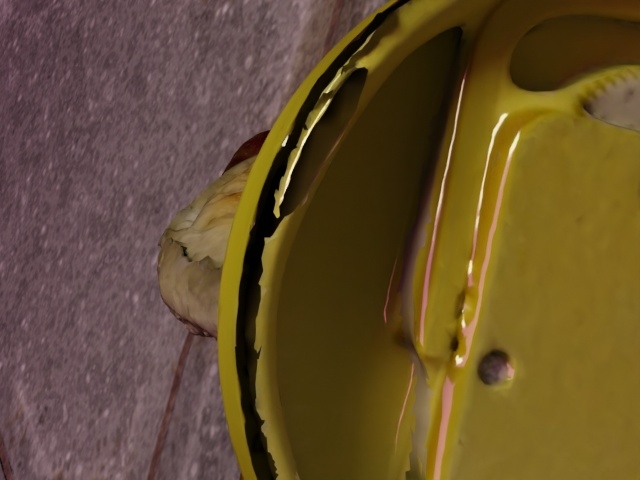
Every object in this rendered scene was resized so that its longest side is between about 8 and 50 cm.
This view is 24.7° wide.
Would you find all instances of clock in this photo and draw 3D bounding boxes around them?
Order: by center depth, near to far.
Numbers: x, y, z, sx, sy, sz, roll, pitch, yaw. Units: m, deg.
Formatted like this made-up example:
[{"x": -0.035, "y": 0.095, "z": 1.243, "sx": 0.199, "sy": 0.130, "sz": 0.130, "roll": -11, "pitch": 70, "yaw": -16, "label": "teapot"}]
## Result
[{"x": 0.097, "y": 0.036, "z": 0.524, "sx": 0.071, "sy": 0.277, "sz": 0.293, "roll": -175, "pitch": 105, "yaw": -74, "label": "clock"}]

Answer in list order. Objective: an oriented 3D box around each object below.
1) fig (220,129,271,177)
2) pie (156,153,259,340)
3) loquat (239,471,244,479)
[{"x": 0.000, "y": 0.000, "z": 0.883, "sx": 0.103, "sy": 0.109, "sz": 0.154, "roll": -43, "pitch": 61, "yaw": 0, "label": "fig"}, {"x": 0.055, "y": -0.021, "z": 0.682, "sx": 0.274, "sy": 0.274, "sz": 0.055, "roll": 17, "pitch": 126, "yaw": 60, "label": "pie"}, {"x": 0.048, "y": 0.115, "z": 0.646, "sx": 0.179, "sy": 0.179, "sz": 0.227, "roll": -56, "pitch": 20, "yaw": 19, "label": "loquat"}]
